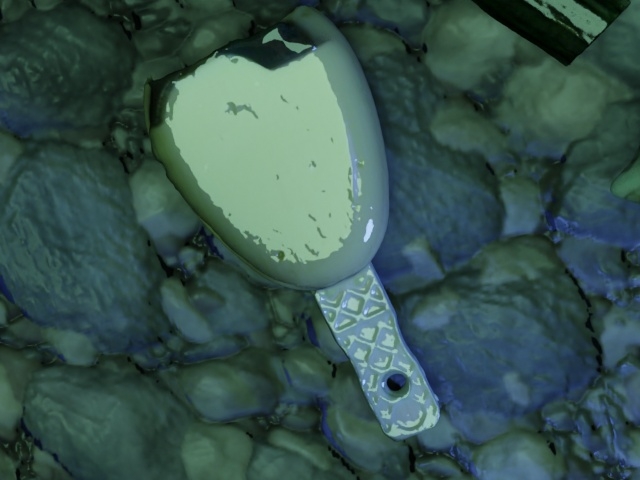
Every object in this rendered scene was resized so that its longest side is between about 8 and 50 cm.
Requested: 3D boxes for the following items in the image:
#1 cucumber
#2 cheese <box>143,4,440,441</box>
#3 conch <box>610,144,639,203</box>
[{"bbox_3d":[0.109,-0.137,0.768,0.105,0.048,0.048,34,106,6],"label":"cucumber"},{"bbox_3d":[0.000,0.000,0.815,0.127,0.054,0.251,-24,99,14],"label":"cheese"},{"bbox_3d":[0.209,-0.044,0.723,0.114,0.137,0.233,-14,107,-4],"label":"conch"}]
